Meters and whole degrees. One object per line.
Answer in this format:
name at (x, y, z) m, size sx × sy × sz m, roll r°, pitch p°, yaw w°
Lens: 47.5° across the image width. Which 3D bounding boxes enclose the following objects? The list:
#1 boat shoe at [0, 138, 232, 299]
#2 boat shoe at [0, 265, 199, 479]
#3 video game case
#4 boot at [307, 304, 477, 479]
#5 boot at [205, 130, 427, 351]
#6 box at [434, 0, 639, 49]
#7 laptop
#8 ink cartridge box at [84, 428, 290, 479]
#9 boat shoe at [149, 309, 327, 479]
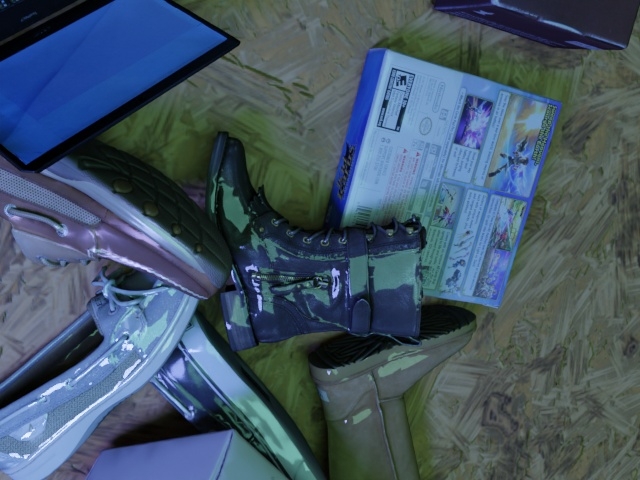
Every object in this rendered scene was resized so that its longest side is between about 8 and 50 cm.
boat shoe at (-0.234, -0.034, 0.696) m, size 0.324 × 0.123 × 0.116 m, roll 33°, pitch 106°, yaw 1°
boat shoe at (-0.242, 0.113, 0.758) m, size 0.320 × 0.118 × 0.103 m, roll -46°, pitch 120°, yaw 4°
video game case at (0.141, -0.068, 0.881) m, size 0.244 × 0.061 × 0.270 m, roll 11°, pitch 101°, yaw -21°
boot at (0.104, 0.235, 0.945) m, size 0.236 × 0.089 × 0.270 m, roll -16°, pitch 112°, yaw -12°
boot at (0.000, 0.000, 0.792) m, size 0.229 × 0.091 × 0.263 m, roll -8°, pitch 103°, yaw -1°
box at (0.280, -0.420, 0.797) m, size 0.191 × 0.143 × 0.381 m, roll 10°, pitch 99°, yaw -23°
laptop at (-0.245, -0.225, 0.614) m, size 0.234 × 0.136 × 0.264 m, roll -42°, pitch 117°, yaw -29°
ink cartridge box at (-0.099, 0.355, 0.803) m, size 0.226 × 0.131 × 0.306 m, roll -18°, pitch 123°, yaw 33°
boat shoe at (-0.097, 0.224, 0.846) m, size 0.105 × 0.113 × 0.306 m, roll -36°, pitch 111°, yaw -1°
